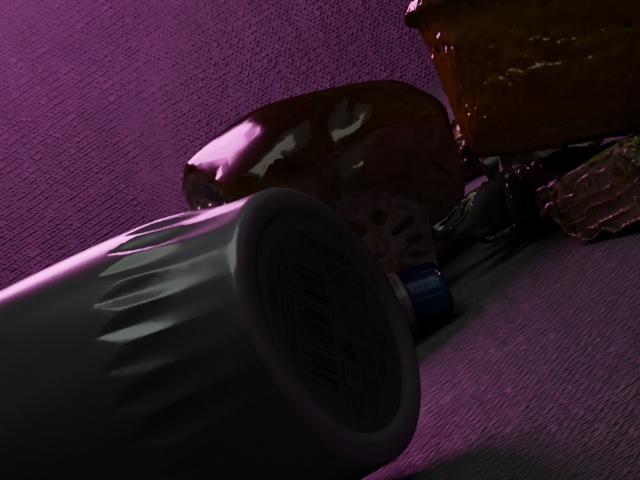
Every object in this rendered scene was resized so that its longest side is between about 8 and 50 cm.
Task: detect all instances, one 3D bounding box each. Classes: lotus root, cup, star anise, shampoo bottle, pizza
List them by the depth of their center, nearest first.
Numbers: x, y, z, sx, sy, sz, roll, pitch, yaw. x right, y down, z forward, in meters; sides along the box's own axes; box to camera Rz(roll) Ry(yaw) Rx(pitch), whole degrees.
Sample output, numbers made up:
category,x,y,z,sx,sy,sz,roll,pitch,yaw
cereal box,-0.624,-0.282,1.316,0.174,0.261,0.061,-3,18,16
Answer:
category,x,y,z,sx,sy,sz,roll,pitch,yaw
cup,-0.132,0.129,1.372,0.372,0.253,0.253,-25,10,29
shampoo bottle,0.022,0.068,1.702,0.183,0.050,0.087,-17,13,-6
star anise,0.200,-0.044,1.839,0.195,0.065,0.182,-29,3,23
lotus root,0.048,0.011,1.846,0.112,0.122,0.081,-11,5,-9
pizza,0.168,-0.110,2.407,0.154,0.069,0.194,-36,6,-33

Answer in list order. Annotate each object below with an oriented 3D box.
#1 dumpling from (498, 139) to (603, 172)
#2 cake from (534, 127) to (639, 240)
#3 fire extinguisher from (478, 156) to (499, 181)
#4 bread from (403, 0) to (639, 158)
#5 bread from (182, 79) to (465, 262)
category,x,y,z,sx,sy,sz,roll,pitch,yaw
dumpling,0.232,-0.106,1.981,0.188,0.108,0.127,-21,34,49
cake,0.264,-0.050,1.616,0.116,0.079,0.185,-22,-9,-28
fire extinguisher,0.259,-0.115,2.130,0.177,0.050,0.062,-32,-32,-1
bread,0.270,-0.190,1.706,0.358,0.204,0.337,-15,2,34
bread,0.003,-0.043,2.006,0.279,0.225,0.250,-27,14,-18
